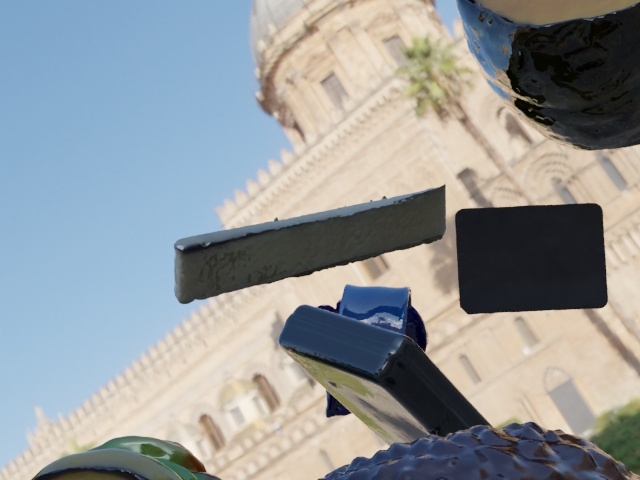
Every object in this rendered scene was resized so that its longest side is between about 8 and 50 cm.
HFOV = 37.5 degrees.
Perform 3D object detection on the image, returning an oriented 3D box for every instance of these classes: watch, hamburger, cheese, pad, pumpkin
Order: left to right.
[{"bbox_3d":[-0.174,0.291,0.887,0.237,0.237,0.149,-36,-4,15],"label":"hamburger"},{"bbox_3d":[-0.001,0.000,1.212,0.400,0.034,0.085,-13,-61,-26],"label":"cheese"},{"bbox_3d":[0.073,0.158,1.366,0.171,0.196,0.200,-7,-5,6],"label":"watch"},{"bbox_3d":[0.220,0.019,0.983,0.157,0.112,0.003,-2,-4,-2],"label":"pad"},{"bbox_3d":[0.289,-0.250,1.052,0.256,0.303,0.225,-18,-49,22],"label":"pumpkin"}]

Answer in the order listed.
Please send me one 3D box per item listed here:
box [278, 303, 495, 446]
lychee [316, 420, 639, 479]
[{"bbox_3d":[0.074,0.149,0.874,0.230,0.160,0.050,47,-112,-37],"label":"box"},{"bbox_3d":[0.087,0.227,0.525,0.260,0.261,0.260,-27,-19,-10],"label":"lychee"}]
